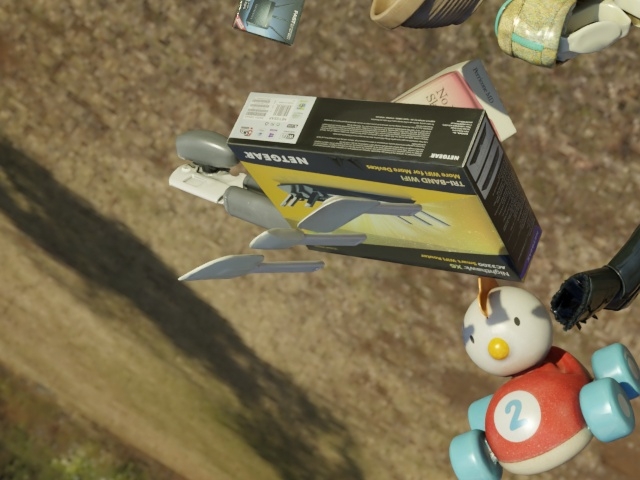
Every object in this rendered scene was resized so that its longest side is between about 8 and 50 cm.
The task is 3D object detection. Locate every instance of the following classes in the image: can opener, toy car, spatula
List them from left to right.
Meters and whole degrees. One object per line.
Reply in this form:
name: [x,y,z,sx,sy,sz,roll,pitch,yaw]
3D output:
can opener: [-0.100,-0.080,1.707,0.283,0.076,0.095,20,133,36]
spatula: [0.000,0.000,1.116,0.242,0.168,0.019,2,-120,-64]
toy car: [0.239,0.146,1.519,0.238,0.219,0.210,60,-154,-6]

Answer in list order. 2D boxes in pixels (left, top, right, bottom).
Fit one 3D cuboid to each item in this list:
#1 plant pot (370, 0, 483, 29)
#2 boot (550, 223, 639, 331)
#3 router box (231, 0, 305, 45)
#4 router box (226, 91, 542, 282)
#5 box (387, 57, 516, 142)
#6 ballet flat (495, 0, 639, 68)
plant pot: [0.179,-0.377,1.712,0.109,0.237,0.237,31,169,-13]
boot: [0.281,0.034,1.208,0.099,0.121,0.045,-9,-133,-39]
router box: [-0.070,-0.358,1.826,0.092,0.123,0.038,15,-173,-12]
router box: [0.078,-0.063,1.452,0.308,0.081,0.243,8,153,32]
box: [0.186,-0.187,2.101,0.149,0.232,0.127,61,164,-9]
ballet flat: [0.383,-0.312,1.641,0.123,0.348,0.123,37,141,37]
